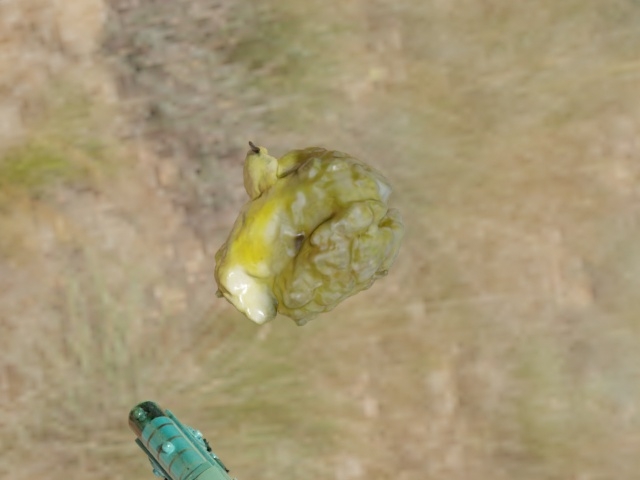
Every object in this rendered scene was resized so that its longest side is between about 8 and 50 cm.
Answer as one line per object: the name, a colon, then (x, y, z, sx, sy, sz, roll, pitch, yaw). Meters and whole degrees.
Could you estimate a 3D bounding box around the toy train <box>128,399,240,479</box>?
toy train: (-0.051, 0.096, 0.761, 0.029, 0.092, 0.045, -44, 130, -5)

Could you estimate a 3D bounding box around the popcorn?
popcorn: (0.000, 0.000, 0.793, 0.084, 0.084, 0.084, 30, 56, -59)
